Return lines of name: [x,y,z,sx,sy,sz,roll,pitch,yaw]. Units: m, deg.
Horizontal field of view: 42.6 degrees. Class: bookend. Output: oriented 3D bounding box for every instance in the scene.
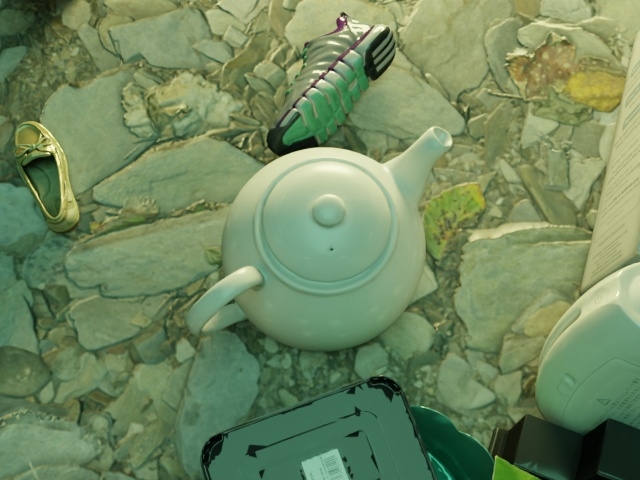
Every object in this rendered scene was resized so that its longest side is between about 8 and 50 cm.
bookend: [0.268,0.234,0.852,0.156,0.157,0.072,21,60,4]

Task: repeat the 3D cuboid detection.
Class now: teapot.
teapot: [0.000,0.000,0.908,0.252,0.187,0.256,8,74,1]

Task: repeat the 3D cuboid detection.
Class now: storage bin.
storage bin: [-0.001,0.203,0.708,0.180,0.084,0.122,-19,73,-6]

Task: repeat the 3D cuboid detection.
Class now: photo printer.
photo printer: [0.387,0.144,0.842,0.307,0.256,0.107,15,54,4]

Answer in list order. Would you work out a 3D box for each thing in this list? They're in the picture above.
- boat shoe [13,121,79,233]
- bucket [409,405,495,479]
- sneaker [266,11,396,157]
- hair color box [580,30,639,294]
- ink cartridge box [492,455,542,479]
boat shoe: [-0.336,-0.083,0.996,0.056,0.048,0.153,-19,74,-7]
bucket: [0.055,0.304,0.818,0.281,0.183,0.281,0,72,-1]
sneaker: [-0.005,-0.197,1.038,0.098,0.083,0.224,33,69,30]
hair color box: [0.418,-0.116,0.954,0.113,0.185,0.374,16,73,4]
ink cartridge box: [0.260,0.316,0.710,0.255,0.097,0.189,30,58,-23]
